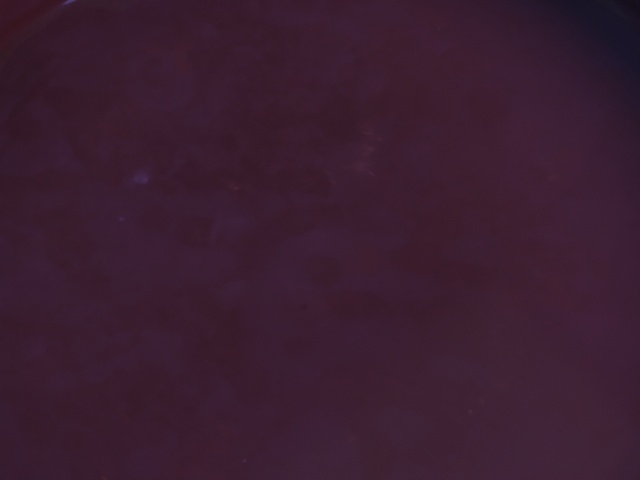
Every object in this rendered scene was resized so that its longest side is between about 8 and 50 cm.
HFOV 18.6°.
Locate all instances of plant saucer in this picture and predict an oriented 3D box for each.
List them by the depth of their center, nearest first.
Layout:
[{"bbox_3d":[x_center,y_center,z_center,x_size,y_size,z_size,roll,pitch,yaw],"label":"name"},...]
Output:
[{"bbox_3d":[0.000,0.000,0.487,0.278,0.041,0.278,-2,59,3],"label":"plant saucer"}]
